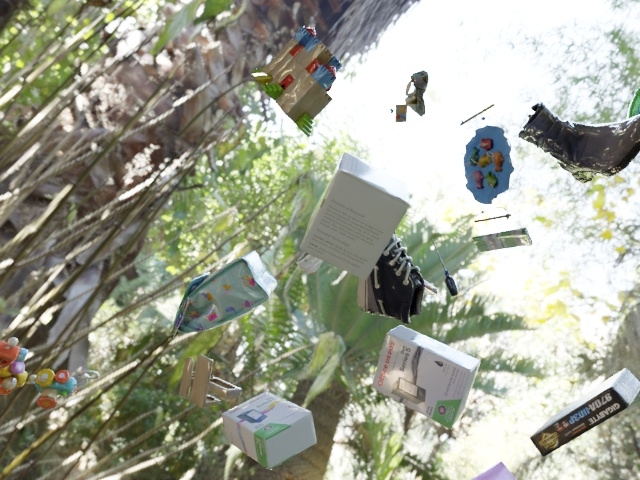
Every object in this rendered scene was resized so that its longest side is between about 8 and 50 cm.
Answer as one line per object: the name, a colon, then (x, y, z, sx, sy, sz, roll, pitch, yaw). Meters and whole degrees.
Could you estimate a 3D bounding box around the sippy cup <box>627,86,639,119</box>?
sippy cup: (0.932, -0.312, 1.397, 0.306, 0.240, 0.224, 15, 6, 21)

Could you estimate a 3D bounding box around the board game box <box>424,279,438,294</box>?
board game box: (0.315, 0.162, 1.837, 0.145, 0.027, 0.281, -1, -12, 22)

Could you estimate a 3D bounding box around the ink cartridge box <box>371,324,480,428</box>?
ink cartridge box: (0.314, 0.407, 1.597, 0.273, 0.198, 0.115, 21, 15, 29)

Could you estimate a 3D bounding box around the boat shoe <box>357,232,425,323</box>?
boat shoe: (0.179, 0.042, 1.271, 0.158, 0.127, 0.340, 19, -54, 36)

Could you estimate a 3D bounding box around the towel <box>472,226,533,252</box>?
towel: (0.524, 0.005, 1.510, 0.152, 0.023, 0.113, -12, -28, 26)

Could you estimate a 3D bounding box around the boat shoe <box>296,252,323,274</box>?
boat shoe: (0.000, 0.000, 2.116, 0.096, 0.277, 0.098, 35, -12, -23)

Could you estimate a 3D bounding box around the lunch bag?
lunch bag: (-0.270, 0.153, 1.454, 0.160, 0.262, 0.223, 58, 4, -2)

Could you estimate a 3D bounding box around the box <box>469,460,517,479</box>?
box: (0.343, 0.669, 1.258, 0.117, 0.214, 0.243, 55, -52, 30)

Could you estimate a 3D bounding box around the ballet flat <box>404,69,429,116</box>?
ballet flat: (0.171, -0.263, 0.952, 0.041, 0.041, 0.114, 29, -18, 18)

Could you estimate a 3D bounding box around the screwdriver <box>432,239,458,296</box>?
screwdriver: (0.318, 0.065, 1.347, 0.024, 0.169, 0.025, 9, -34, -34)

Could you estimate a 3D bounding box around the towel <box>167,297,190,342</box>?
towel: (-0.271, 0.153, 1.004, 0.009, 0.083, 0.060, 25, -27, -10)

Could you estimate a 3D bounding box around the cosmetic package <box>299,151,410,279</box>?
cosmetic package: (0.070, -0.052, 1.060, 0.152, 0.183, 0.151, 25, 23, -5)

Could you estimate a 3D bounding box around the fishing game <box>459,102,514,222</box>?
fishing game: (0.376, -0.173, 1.211, 0.041, 0.264, 0.189, -5, -2, -18)

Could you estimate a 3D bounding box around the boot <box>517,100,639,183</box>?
boot: (0.581, -0.243, 1.200, 0.223, 0.118, 0.338, 36, -7, 5)

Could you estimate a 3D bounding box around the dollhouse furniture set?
dollhouse furniture set: (-0.292, 0.360, 1.421, 0.144, 0.123, 0.151, 10, 0, 39)

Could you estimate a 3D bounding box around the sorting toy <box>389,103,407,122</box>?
sorting toy: (0.269, -0.440, 1.824, 0.083, 0.012, 0.062, 13, -71, 51)

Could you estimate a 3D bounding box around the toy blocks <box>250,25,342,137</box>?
toy blocks: (-0.052, -0.554, 1.758, 0.191, 0.261, 0.381, 35, 16, -46)

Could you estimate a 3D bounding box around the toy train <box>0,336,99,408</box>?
toy train: (-0.410, 0.194, 0.743, 0.125, 0.046, 0.166, -29, -47, 33)

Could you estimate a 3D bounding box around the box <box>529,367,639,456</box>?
box: (0.581, 0.375, 1.151, 0.175, 0.220, 0.051, -1, 49, -51)

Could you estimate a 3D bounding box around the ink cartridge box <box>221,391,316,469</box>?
ink cartridge box: (-0.139, 0.493, 1.387, 0.212, 0.154, 0.093, 1, -76, 51)
